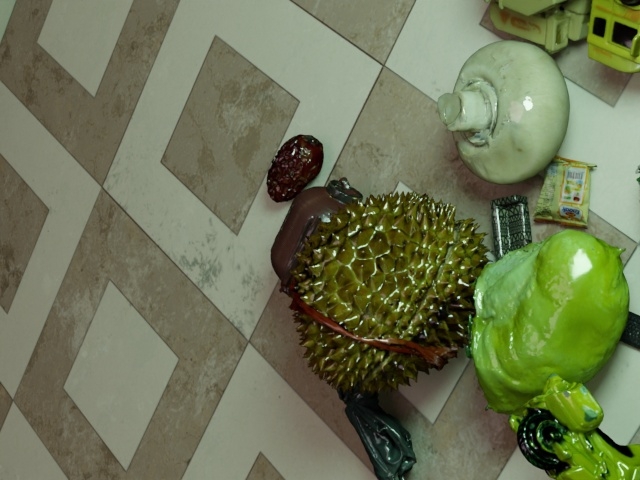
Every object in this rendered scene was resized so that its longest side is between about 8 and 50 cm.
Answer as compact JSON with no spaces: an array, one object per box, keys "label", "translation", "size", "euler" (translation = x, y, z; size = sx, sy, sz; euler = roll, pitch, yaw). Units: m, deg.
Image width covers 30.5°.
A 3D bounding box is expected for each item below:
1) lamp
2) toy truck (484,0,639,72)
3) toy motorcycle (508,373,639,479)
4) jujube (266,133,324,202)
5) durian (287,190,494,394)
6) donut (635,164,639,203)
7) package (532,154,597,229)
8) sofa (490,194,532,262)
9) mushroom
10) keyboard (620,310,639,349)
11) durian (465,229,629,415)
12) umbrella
[{"label":"lamp","translation":[0.000,0.000,2.284],"size":[0.180,0.180,0.258],"euler":[42,117,38]},{"label":"toy truck","translation":[0.425,-0.413,1.898],"size":[0.405,0.181,0.254],"euler":[33,139,38]},{"label":"toy motorcycle","translation":[0.452,0.346,1.775],"size":[0.342,0.206,0.142],"euler":[44,135,3]},{"label":"jujube","translation":[-0.056,-0.143,2.411],"size":[0.104,0.104,0.166],"euler":[52,125,33]},{"label":"durian","translation":[0.115,0.093,2.072],"size":[0.348,0.347,0.384],"euler":[19,65,43]},{"label":"donut","translation":[0.600,-0.085,1.771],"size":[0.270,0.103,0.269],"euler":[-7,80,44]},{"label":"package","translation":[0.415,-0.084,1.997],"size":[0.108,0.031,0.120],"euler":[12,96,43]},{"label":"sofa","translation":[0.336,-0.018,2.061],"size":[0.060,0.039,0.118],"euler":[-12,78,42]},{"label":"mushroom","translation":[0.301,-0.216,1.989],"size":[0.246,0.202,0.246],"euler":[20,112,62]},{"label":"keyboard","translation":[0.517,0.149,1.892],"size":[0.155,0.010,0.053],"euler":[24,102,43]},{"label":"durian","translation":[0.362,0.130,1.899],"size":[0.340,0.204,0.255],"euler":[-31,79,43]},{"label":"umbrella","translation":[0.114,0.358,2.190],"size":[0.094,0.143,0.348],"euler":[-25,65,0]}]
